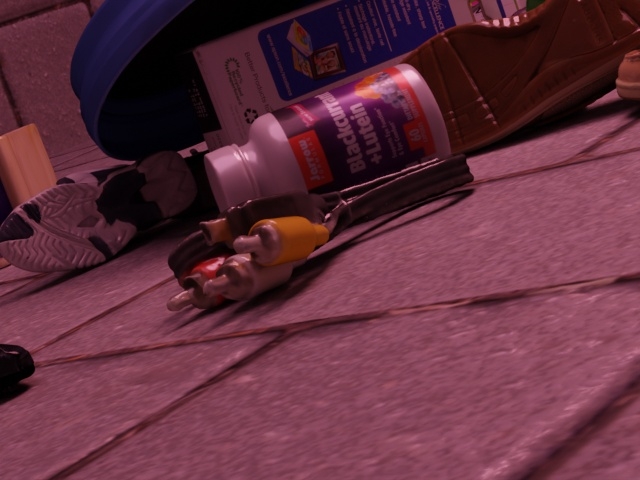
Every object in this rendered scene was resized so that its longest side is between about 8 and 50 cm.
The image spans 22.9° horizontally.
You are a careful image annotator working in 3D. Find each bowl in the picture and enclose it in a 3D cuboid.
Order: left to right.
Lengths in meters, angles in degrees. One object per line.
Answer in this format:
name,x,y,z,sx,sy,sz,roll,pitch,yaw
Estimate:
bowl,-0.092,-0.233,1.666,0.391,0.077,0.391,-33,-14,-9

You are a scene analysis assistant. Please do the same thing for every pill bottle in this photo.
pill bottle,0.004,-0.069,1.341,0.193,0.108,0.108,-22,9,-9

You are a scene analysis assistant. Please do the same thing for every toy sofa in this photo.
toy sofa,-0.515,-0.018,1.989,0.362,0.150,0.177,-16,9,20

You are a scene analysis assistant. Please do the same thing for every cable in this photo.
cable,0.000,0.000,1.207,0.287,0.072,0.139,-12,-16,-43

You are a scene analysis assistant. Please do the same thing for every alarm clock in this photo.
alarm clock,-0.113,-0.072,1.758,0.129,0.064,0.192,-22,13,-15

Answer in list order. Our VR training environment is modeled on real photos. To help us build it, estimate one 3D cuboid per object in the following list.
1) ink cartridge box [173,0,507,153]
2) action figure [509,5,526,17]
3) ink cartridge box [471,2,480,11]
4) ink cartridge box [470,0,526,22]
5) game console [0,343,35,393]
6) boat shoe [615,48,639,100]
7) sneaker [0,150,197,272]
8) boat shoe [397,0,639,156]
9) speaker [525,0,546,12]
ink cartridge box,0.042,-0.169,1.628,0.371,0.176,0.069,-24,9,-27
action figure,0.262,-0.255,1.818,0.285,0.099,0.185,-27,25,18
ink cartridge box,0.057,-0.209,1.884,0.332,0.065,0.165,-39,0,-40
ink cartridge box,0.217,-0.349,2.057,0.097,0.255,0.189,-16,10,22
game console,-0.337,0.109,1.229,0.213,0.044,0.361,-26,11,-27
boat shoe,0.374,-0.186,1.301,0.285,0.089,0.104,-16,11,25
sneaker,-0.260,-0.020,1.675,0.235,0.094,0.153,-35,10,-36
boat shoe,0.207,-0.155,1.480,0.342,0.123,0.123,-28,-27,25
speaker,0.371,-0.264,1.656,0.296,0.131,0.131,-21,9,-10
